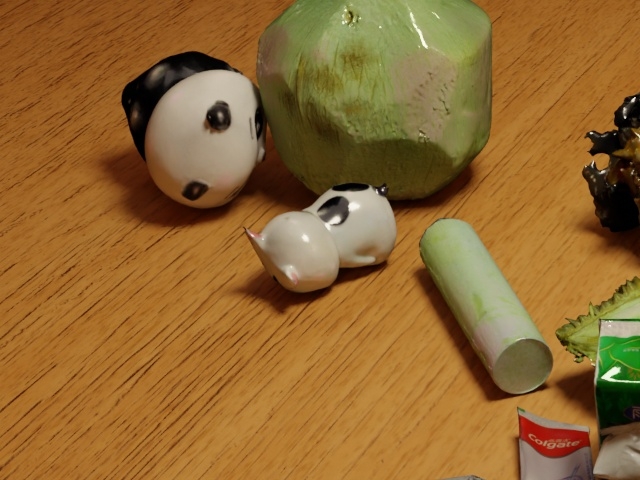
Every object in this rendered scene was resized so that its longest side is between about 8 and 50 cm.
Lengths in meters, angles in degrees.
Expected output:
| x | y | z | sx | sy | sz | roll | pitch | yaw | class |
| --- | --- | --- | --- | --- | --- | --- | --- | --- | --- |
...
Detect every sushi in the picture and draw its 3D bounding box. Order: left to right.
| x | y | z | sx | sy | sz | roll | pitch | yaw | class |
| --- | --- | --- | --- | --- | --- | --- | --- | --- | --- |
| 0.439 | -0.074 | 2.079 | 0.200 | 0.213 | 0.204 | -39 | 21 | -11 | sushi |

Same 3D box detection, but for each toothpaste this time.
| x | y | z | sx | sy | sz | roll | pitch | yaw | class |
| --- | --- | --- | --- | --- | --- | --- | --- | --- | --- |
| 0.227 | 0.247 | 1.653 | 0.075 | 0.048 | 0.301 | -8 | 25 | 7 | toothpaste |

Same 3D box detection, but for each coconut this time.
| x | y | z | sx | sy | sz | roll | pitch | yaw | class |
| --- | --- | --- | --- | --- | --- | --- | --- | --- | --- |
| 0.075 | -0.216 | 2.263 | 0.328 | 0.328 | 0.281 | 9 | 30 | 27 | coconut |

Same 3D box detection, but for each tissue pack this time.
| x | y | z | sx | sy | sz | roll | pitch | yaw | class |
| --- | --- | --- | --- | --- | --- | --- | --- | --- | --- |
| 0.365 | 0.171 | 1.655 | 0.209 | 0.148 | 0.156 | 1 | 42 | 12 | tissue pack |

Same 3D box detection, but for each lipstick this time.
| x | y | z | sx | sy | sz | roll | pitch | yaw | class |
| --- | --- | --- | --- | --- | --- | --- | --- | --- | --- |
| 0.182 | 0.066 | 1.974 | 0.076 | 0.076 | 0.304 | -11 | 28 | -9 | lipstick |

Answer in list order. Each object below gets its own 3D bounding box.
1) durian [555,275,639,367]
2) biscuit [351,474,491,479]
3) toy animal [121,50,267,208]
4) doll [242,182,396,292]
| x | y | z | sx | sy | sz | roll | pitch | yaw | class |
| --- | --- | --- | --- | --- | --- | --- | --- | --- | --- |
| 0.441 | 0.097 | 1.811 | 0.394 | 0.163 | 0.198 | -2 | 47 | 9 | durian |
| 0.078 | 0.303 | 1.542 | 0.186 | 0.079 | 0.309 | -3 | 29 | 2 | biscuit |
| -0.159 | -0.143 | 2.324 | 0.165 | 0.187 | 0.235 | 6 | 18 | -23 | toy animal |
| 0.005 | -0.001 | 2.111 | 0.181 | 0.107 | 0.110 | -30 | 56 | -26 | doll |
